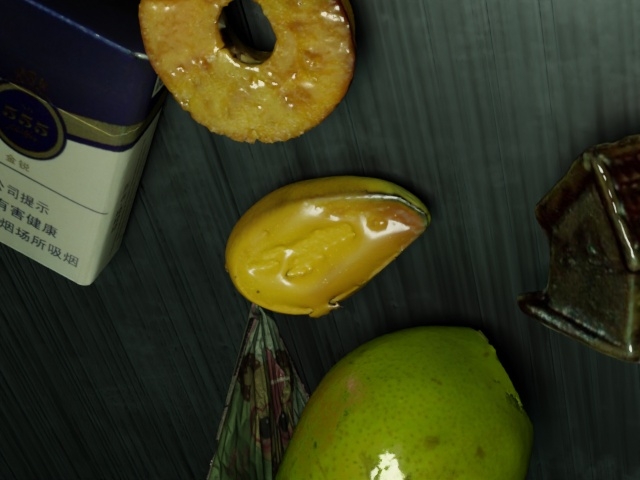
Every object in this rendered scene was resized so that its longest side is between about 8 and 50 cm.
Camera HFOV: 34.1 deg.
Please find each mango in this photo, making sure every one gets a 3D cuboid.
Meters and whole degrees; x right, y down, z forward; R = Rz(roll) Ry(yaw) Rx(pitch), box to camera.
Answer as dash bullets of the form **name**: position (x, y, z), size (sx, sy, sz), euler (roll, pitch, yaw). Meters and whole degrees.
- **mango**: position (0.000, 0.000, 0.796), size (0.187, 0.066, 0.101), euler (-24, 107, 33)

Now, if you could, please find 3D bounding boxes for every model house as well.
- **model house**: position (0.224, -0.007, 0.670), size (0.165, 0.106, 0.152), euler (-11, 118, -11)

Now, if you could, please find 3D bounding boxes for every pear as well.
- **pear**: position (0.055, 0.172, 0.802), size (0.187, 0.220, 0.187), euler (54, 167, 19)

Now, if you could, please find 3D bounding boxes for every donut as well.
- **donut**: position (-0.044, -0.142, 0.684), size (0.152, 0.058, 0.152), euler (6, 124, 8)

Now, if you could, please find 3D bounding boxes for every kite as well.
- **kite**: position (-0.035, 0.177, 0.880), size (0.013, 0.323, 0.267), euler (-11, 80, 19)

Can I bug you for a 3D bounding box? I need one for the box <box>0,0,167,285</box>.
- **box**: position (-0.213, -0.096, 0.808), size (0.168, 0.071, 0.259), euler (28, 135, 2)
